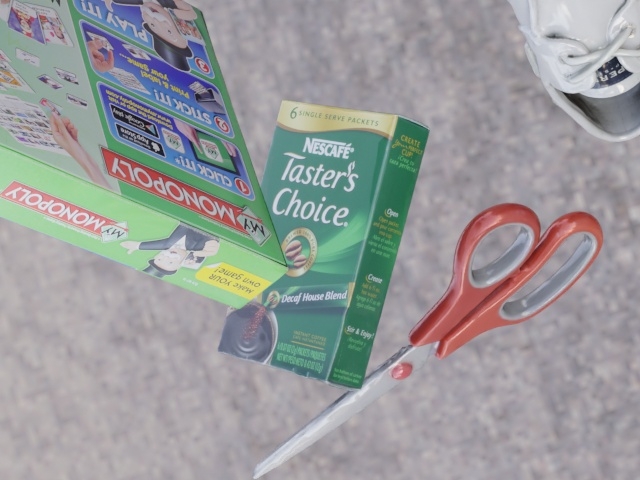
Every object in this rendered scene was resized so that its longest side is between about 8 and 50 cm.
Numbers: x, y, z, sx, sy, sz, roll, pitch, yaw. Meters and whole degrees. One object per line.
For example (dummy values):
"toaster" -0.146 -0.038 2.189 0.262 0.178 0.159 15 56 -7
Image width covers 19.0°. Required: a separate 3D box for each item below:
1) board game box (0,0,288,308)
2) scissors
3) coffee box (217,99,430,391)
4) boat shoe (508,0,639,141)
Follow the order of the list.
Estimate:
"board game box" -0.164 -0.099 1.033 0.046 0.317 0.214 -38 50 26
"scissors" 0.075 0.080 1.317 0.297 0.109 0.021 -50 45 25
"coffee box" 0.000 0.000 1.291 0.113 0.040 0.184 13 86 44
"boat shoe" 0.164 -0.129 1.162 0.267 0.096 0.088 59 -166 -71
